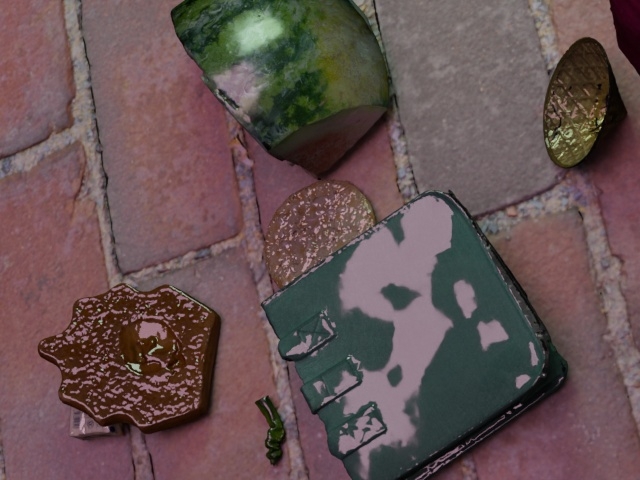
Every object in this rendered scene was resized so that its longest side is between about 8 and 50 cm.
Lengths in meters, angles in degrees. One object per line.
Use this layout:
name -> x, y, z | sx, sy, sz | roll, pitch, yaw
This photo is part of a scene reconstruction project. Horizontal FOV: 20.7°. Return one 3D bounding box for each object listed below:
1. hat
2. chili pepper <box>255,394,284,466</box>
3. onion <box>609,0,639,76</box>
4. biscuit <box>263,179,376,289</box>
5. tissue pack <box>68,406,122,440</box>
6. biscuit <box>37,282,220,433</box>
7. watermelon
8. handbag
hat -> 0.307, -0.146, 1.917 | 0.146, 0.067, 0.146 | -172, 90, -70
chili pepper -> -0.056, 0.218, 2.014 | 0.027, 0.022, 0.083 | -8, 67, -10
onion -> 0.429, -0.330, 1.734 | 0.398, 0.398, 0.420 | -44, 55, 9
biscuit -> 0.000, 0.000, 2.048 | 0.152, 0.020, 0.152 | -9, 70, 26
tissue pack -> -0.269, 0.196, 2.114 | 0.062, 0.042, 0.083 | -10, 70, 24
biscuit -> -0.231, 0.138, 2.086 | 0.215, 0.034, 0.182 | 5, 69, 9
watermelon -> -0.067, -0.224, 2.085 | 0.305, 0.224, 0.180 | 54, 146, 34
handbag -> 0.104, 0.112, 1.923 | 0.274, 0.100, 0.269 | -38, 65, 13
